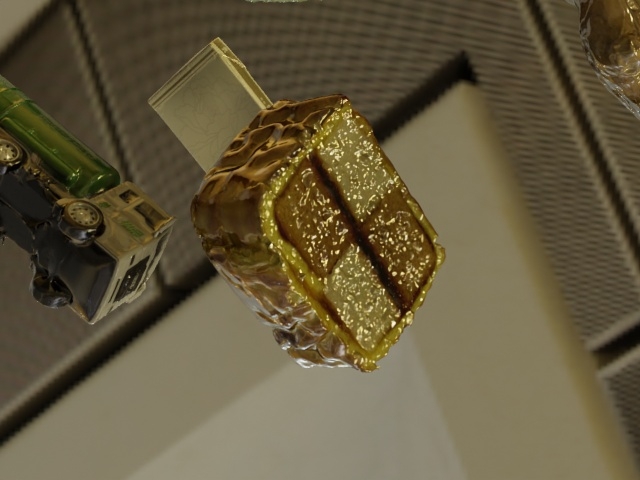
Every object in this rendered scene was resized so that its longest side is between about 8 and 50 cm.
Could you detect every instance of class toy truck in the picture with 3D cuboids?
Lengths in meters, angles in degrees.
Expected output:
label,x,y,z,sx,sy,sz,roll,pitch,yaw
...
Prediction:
label,x,y,z,sx,sy,sz,roll,pitch,yaw
toy truck,-0.240,-0.044,1.581,0.242,0.125,0.101,40,-51,14

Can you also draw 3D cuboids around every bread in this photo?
label,x,y,z,sx,sy,sz,roll,pitch,yaw
bread,0.000,0.000,1.535,0.096,0.222,0.181,1,-133,42

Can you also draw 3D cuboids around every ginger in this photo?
label,x,y,z,sx,sy,sz,roll,pitch,yaw
ginger,0.231,-0.204,1.550,0.290,0.084,0.122,61,-11,9

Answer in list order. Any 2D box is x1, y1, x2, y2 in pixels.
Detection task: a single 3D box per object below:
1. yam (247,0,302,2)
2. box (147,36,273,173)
label,x,y,z,sx,sy,sz,roll,pitch,yaw
yam,-0.041,-0.382,1.834,0.271,0.202,0.201,-121,-150,-50
box,-0.084,-0.106,1.956,0.109,0.029,0.198,-38,-89,31
